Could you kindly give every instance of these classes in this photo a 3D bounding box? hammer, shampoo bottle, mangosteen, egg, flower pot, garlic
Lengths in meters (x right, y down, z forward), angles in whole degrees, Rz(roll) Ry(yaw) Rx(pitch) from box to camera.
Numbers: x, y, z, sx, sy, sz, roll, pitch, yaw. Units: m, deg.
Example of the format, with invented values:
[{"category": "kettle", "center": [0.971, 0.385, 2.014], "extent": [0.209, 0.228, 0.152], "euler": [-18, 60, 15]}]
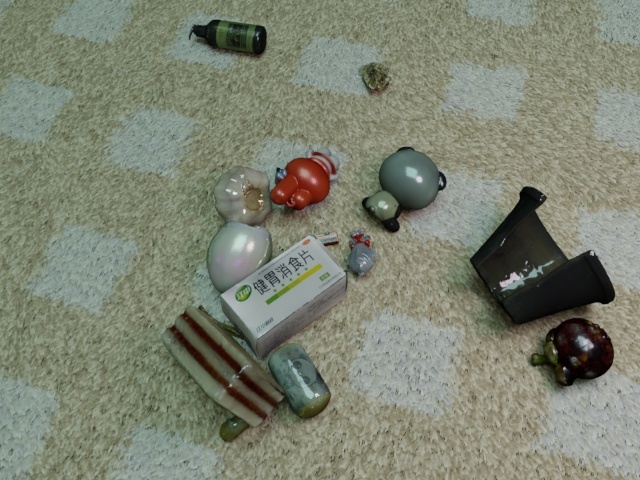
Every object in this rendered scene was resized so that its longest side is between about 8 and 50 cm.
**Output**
[{"category": "hammer", "center": [-0.138, 0.422, 1.635], "extent": [0.305, 0.113, 0.202], "euler": [-33, 61, -5]}, {"category": "shampoo bottle", "center": [-0.343, -0.755, 2.289], "extent": [0.283, 0.101, 0.101], "euler": [12, 62, 10]}, {"category": "mangosteen", "center": [0.671, 0.296, 1.628], "extent": [0.172, 0.172, 0.184], "euler": [36, 95, 20]}, {"category": "egg", "center": [-0.236, 0.055, 1.788], "extent": [0.183, 0.183, 0.217], "euler": [14, 89, 11]}, {"category": "flower pot", "center": [0.571, 0.076, 1.683], "extent": [0.251, 0.379, 0.379], "euler": [-37, 63, 7]}, {"category": "garlic", "center": [-0.274, -0.135, 1.927], "extent": [0.225, 0.199, 0.199], "euler": [9, 56, 44]}]

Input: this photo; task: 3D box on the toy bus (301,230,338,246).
[{"category": "toy bus", "center": [0.000, 0.000, 1.891], "extent": [0.110, 0.031, 0.043], "euler": [-11, 68, -4]}]

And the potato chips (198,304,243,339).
[{"category": "potato chips", "center": [-0.268, 0.244, 1.773], "extent": [0.203, 0.026, 0.037], "euler": [25, 59, 16]}]

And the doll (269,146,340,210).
[{"category": "doll", "center": [-0.044, -0.185, 1.930], "extent": [0.161, 0.130, 0.290], "euler": [46, 52, -6]}]

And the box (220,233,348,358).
[{"category": "box", "center": [-0.093, 0.151, 1.735], "extent": [0.332, 0.145, 0.173], "euler": [-34, 66, -20]}]

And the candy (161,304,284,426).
[{"category": "candy", "center": [-0.253, 0.318, 1.586], "extent": [0.135, 0.179, 0.320], "euler": [-48, 46, -7]}]

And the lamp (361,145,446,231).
[{"category": "lamp", "center": [0.248, -0.160, 1.893], "extent": [0.244, 0.197, 0.198], "euler": [-47, 67, 4]}]

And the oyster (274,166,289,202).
[{"category": "oyster", "center": [-0.112, -0.174, 1.993], "extent": [0.132, 0.029, 0.086], "euler": [38, 67, 14]}]

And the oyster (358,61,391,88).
[{"category": "oyster", "center": [0.200, -0.578, 2.191], "extent": [0.108, 0.053, 0.166], "euler": [-6, 53, -12]}]

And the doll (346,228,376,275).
[{"category": "doll", "center": [0.119, 0.036, 1.844], "extent": [0.093, 0.079, 0.180], "euler": [-14, 47, 12]}]
